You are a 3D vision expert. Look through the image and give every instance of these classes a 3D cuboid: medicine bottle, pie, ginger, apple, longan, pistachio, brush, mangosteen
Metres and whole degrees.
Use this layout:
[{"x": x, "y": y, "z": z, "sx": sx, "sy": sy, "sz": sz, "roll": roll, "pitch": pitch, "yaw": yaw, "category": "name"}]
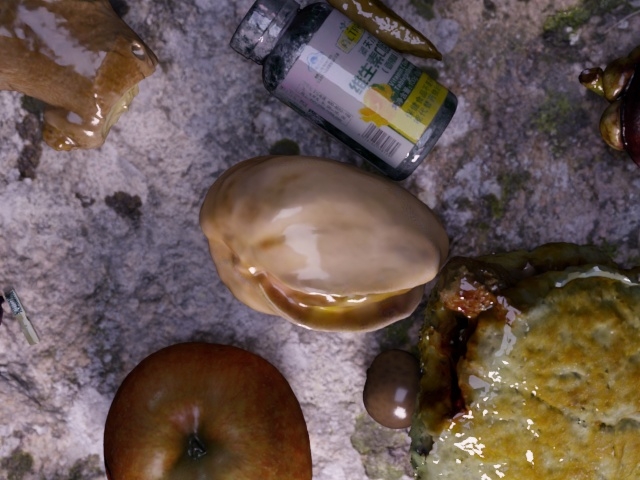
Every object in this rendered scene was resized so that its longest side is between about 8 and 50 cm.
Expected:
[{"x": 0.026, "y": -0.212, "z": 1.525, "sx": 0.293, "sy": 0.141, "sz": 0.141, "roll": 34, "pitch": 95, "yaw": -4, "category": "medicine bottle"}, {"x": 0.297, "y": 0.215, "z": 1.558, "sx": 0.395, "sy": 0.180, "sz": 0.418, "roll": -1, "pitch": 101, "yaw": -19, "category": "pie"}, {"x": -0.353, "y": -0.229, "z": 1.524, "sx": 0.276, "sy": 0.130, "sz": 0.221, "roll": 1, "pitch": 105, "yaw": 4, "category": "ginger"}, {"x": -0.146, "y": 0.287, "z": 1.523, "sx": 0.277, "sy": 0.250, "sz": 0.309, "roll": -38, "pitch": 93, "yaw": 3, "category": "apple"}, {"x": 0.103, "y": 0.203, "z": 1.599, "sx": 0.113, "sy": 0.092, "sz": 0.113, "roll": 3, "pitch": 95, "yaw": 43, "category": "longan"}, {"x": 0.000, "y": 0.000, "z": 1.512, "sx": 0.321, "sy": 0.229, "sz": 0.238, "roll": 16, "pitch": 56, "yaw": -7, "category": "pistachio"}, {"x": -0.415, "y": 0.108, "z": 1.616, "sx": 0.016, "sy": 0.013, "sz": 0.083, "roll": -25, "pitch": 98, "yaw": 0, "category": "brush"}, {"x": 0.452, "y": -0.176, "z": 1.528, "sx": 0.230, "sy": 0.194, "sz": 0.194, "roll": 11, "pitch": 97, "yaw": 22, "category": "mangosteen"}]

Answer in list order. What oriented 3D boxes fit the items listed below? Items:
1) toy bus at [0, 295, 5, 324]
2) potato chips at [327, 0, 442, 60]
[{"x": -0.471, "y": 0.100, "z": 1.533, "sx": 0.087, "sy": 0.178, "sz": 0.098, "roll": -22, "pitch": 109, "yaw": -3, "category": "toy bus"}, {"x": 0.008, "y": -0.375, "z": 1.548, "sx": 0.080, "sy": 0.057, "sz": 0.407, "roll": -41, "pitch": 95, "yaw": 7, "category": "potato chips"}]
